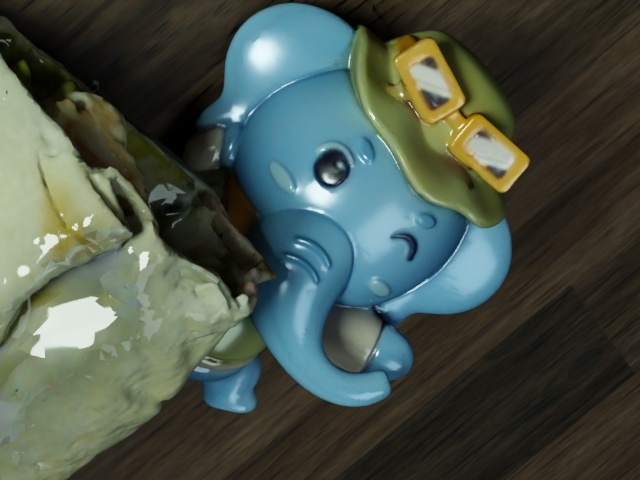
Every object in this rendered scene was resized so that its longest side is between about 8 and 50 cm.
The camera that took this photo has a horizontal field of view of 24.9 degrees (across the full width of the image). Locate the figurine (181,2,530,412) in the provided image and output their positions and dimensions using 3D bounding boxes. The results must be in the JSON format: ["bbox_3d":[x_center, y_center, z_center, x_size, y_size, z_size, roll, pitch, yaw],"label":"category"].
[{"bbox_3d":[-0.001,-0.002,0.796,0.262,0.180,0.154,-54,164,11],"label":"figurine"}]

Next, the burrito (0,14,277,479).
[{"bbox_3d":[-0.186,0.074,0.690,0.190,0.135,0.332,33,108,-29],"label":"burrito"}]
